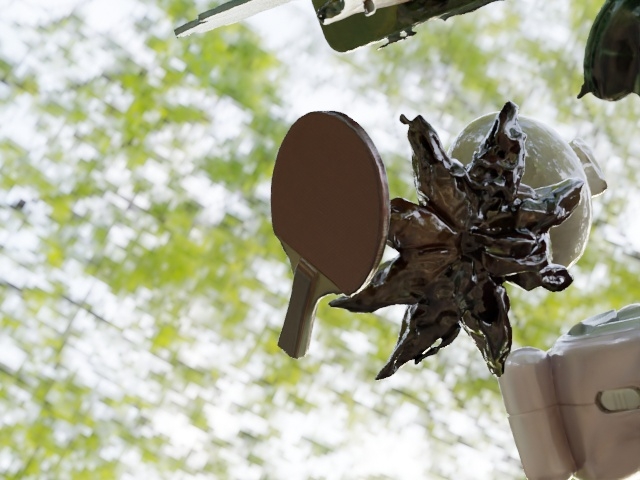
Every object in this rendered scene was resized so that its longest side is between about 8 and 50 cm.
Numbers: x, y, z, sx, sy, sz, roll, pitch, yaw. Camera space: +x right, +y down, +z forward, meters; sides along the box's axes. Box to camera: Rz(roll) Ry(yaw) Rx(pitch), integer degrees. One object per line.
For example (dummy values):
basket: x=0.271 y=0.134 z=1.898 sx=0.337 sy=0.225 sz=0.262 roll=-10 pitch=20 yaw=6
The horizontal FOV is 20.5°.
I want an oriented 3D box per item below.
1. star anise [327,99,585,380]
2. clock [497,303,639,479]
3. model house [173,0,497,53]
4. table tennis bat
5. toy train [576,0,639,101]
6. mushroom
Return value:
star anise: x=0.129 y=0.013 z=1.526 sx=0.272 sy=0.272 sz=0.102 roll=47 pitch=-7 yaw=-27
clock: x=0.391 y=0.131 z=1.811 sx=0.326 sy=0.342 sz=0.184 roll=-23 pitch=-90 yaw=42
model house: x=0.019 y=-0.296 z=1.528 sx=0.357 sy=0.313 sz=0.242 roll=-16 pitch=-89 yaw=36
table tennis bat: x=0.000 y=0.000 z=1.399 sx=0.130 sy=0.019 sz=0.220 roll=41 pitch=-50 yaw=37
toy train: x=0.296 y=-0.233 z=1.176 sx=0.160 sy=0.253 sz=0.397 roll=28 pitch=-42 yaw=39
mushroom: x=0.247 y=-0.059 z=2.063 sx=0.204 sy=0.204 sz=0.204 roll=18 pitch=-35 yaw=13
